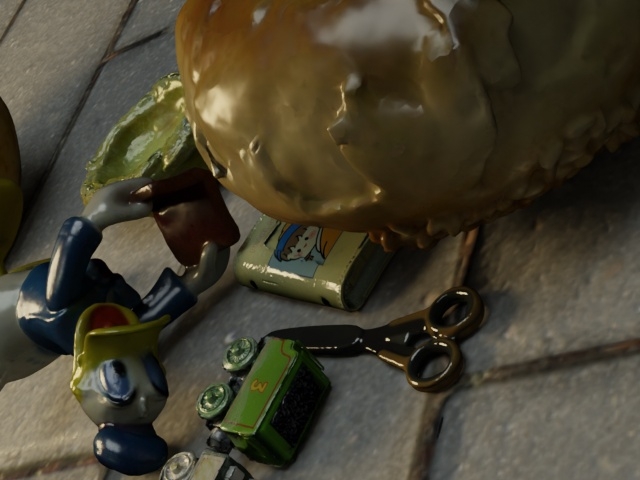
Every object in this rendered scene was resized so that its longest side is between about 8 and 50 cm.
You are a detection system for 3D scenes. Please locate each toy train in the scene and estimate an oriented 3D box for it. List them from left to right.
[{"bbox_3d":[-0.066,0.160,0.998,0.081,0.060,0.202,4,56,42],"label":"toy train"}]

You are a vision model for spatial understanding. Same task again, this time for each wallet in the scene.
[{"bbox_3d":[0.000,0.000,1.131,0.155,0.039,0.110,10,61,51],"label":"wallet"}]

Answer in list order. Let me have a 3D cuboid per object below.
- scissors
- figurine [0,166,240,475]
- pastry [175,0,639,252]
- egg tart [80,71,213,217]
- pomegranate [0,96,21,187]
[{"bbox_3d":[0.030,0.076,1.031,0.220,0.017,0.088,-5,51,45],"label":"scissors"},{"bbox_3d":[-0.176,0.070,1.165,0.283,0.204,0.338,-37,46,8],"label":"figurine"},{"bbox_3d":[0.089,-0.164,1.021,0.409,0.245,0.410,-23,35,17],"label":"pastry"},{"bbox_3d":[-0.164,-0.093,1.385,0.197,0.078,0.197,-31,32,22],"label":"egg tart"},{"bbox_3d":[-0.526,-0.092,1.532,0.342,0.342,0.343,-28,35,22],"label":"pomegranate"}]
